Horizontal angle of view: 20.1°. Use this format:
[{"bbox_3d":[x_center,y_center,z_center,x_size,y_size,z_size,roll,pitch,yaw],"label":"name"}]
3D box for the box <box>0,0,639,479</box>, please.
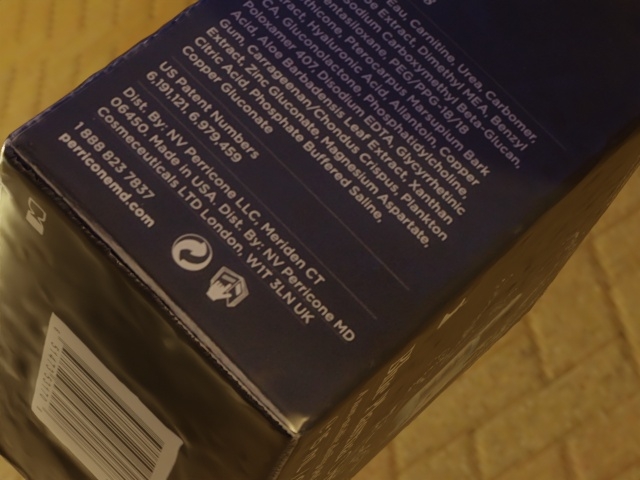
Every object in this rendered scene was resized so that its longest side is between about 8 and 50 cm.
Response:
[{"bbox_3d":[0.000,0.000,0.466,0.158,0.093,0.156,-41,-11,-28],"label":"box"}]
